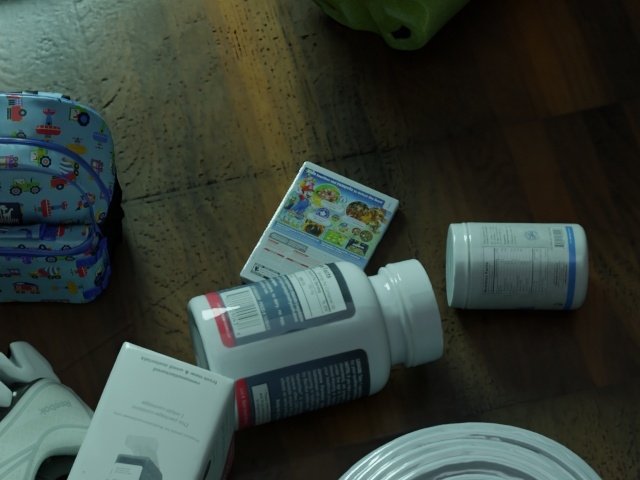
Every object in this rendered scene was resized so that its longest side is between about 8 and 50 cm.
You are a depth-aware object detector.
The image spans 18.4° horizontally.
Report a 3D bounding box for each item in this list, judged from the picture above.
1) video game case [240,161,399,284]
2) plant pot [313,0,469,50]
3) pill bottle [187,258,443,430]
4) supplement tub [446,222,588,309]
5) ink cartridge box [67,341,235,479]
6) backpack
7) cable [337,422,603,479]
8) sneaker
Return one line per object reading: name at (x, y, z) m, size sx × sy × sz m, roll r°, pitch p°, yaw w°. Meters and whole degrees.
video game case at (0.000, 0.000, 1.610) m, size 0.087 × 0.011 × 0.122 m, roll 24°, pitch 63°, yaw 11°
plant pot at (0.088, -0.310, 1.664) m, size 0.276 × 0.276 × 0.254 m, roll 35°, pitch 77°, yaw 16°
pill bottle at (-0.003, 0.075, 1.514) m, size 0.180 × 0.108 × 0.108 m, roll -13°, pitch 62°, yaw -10°
supplement tub at (0.156, 0.020, 1.571) m, size 0.107 × 0.071 × 0.071 m, roll 0°, pitch 61°, yaw -1°
ink cartridge box at (-0.135, 0.208, 1.405) m, size 0.092 × 0.158 × 0.218 m, roll 18°, pitch 62°, yaw 7°
backpack at (-0.233, -0.039, 1.530) m, size 0.158 × 0.173 × 0.116 m, roll 3°, pitch 61°, yaw -1°
cable at (0.106, 0.252, 1.430) m, size 0.257 × 0.089 × 0.257 m, roll 2°, pitch 61°, yaw -1°
sneaker at (-0.273, 0.207, 1.438) m, size 0.118 × 0.110 × 0.292 m, roll 39°, pitch 67°, yaw 8°
